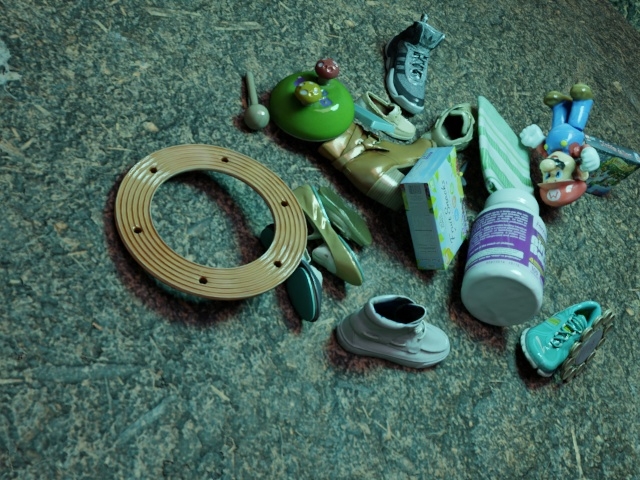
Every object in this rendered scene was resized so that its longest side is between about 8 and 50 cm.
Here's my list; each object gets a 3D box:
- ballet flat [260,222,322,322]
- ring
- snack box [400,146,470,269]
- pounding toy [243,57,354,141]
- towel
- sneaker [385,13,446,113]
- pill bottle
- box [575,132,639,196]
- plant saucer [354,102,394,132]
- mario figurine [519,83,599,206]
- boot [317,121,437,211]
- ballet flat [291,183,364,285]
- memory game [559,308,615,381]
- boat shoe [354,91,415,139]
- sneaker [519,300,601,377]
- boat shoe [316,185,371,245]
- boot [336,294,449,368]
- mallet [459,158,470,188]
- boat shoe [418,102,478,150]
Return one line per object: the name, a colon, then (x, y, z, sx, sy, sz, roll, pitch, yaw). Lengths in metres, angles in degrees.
ballet flat: (-0.036, 0.053, 1.425, 0.074, 0.074, 0.203, -12, 64, -42)
ring: (-0.187, -0.035, 1.362, 0.337, 0.032, 0.336, 12, 50, -15)
snack box: (0.245, -0.068, 1.654, 0.174, 0.070, 0.207, -48, 130, -48)
pounding toy: (-0.038, -0.310, 1.620, 0.237, 0.110, 0.183, 3, 55, -9)
towel: (0.473, -0.185, 1.972, 0.248, 0.038, 0.325, 41, 39, -31)
sneaker: (0.241, -0.452, 1.964, 0.101, 0.153, 0.268, 17, 49, -27)
pill bottle: (0.406, 0.026, 1.710, 0.169, 0.169, 0.301, 33, 45, -13)
box: (0.747, -0.204, 2.157, 0.233, 0.159, 0.044, 12, 52, -30)
plant saucer: (0.091, -0.282, 1.744, 0.067, 0.018, 0.192, 7, 20, -34)
mario figurine: (0.609, -0.243, 1.997, 0.170, 0.198, 0.320, 9, 75, 1)
boot: (0.126, -0.199, 1.734, 0.220, 0.109, 0.283, 36, 46, 0)
ballet flat: (0.000, 0.000, 1.505, 0.073, 0.080, 0.232, -24, 70, -17)
memory game: (0.574, 0.228, 1.688, 0.186, 0.186, 0.012, -16, 42, -43)
boat shoe: (0.161, -0.295, 1.850, 0.170, 0.059, 0.063, 25, 46, -20)
sneaker: (0.526, 0.202, 1.710, 0.107, 0.110, 0.275, 52, 44, 8)
boat shoe: (0.040, -0.041, 1.580, 0.153, 0.048, 0.056, 43, 30, -11)
boot: (0.165, 0.166, 1.448, 0.258, 0.123, 0.095, 9, 53, -32)
mallet: (0.339, -0.162, 1.882, 0.039, 0.062, 0.189, 41, 42, -2)
boat shoe: (0.339, -0.282, 1.947, 0.109, 0.098, 0.302, 47, 43, 3)
